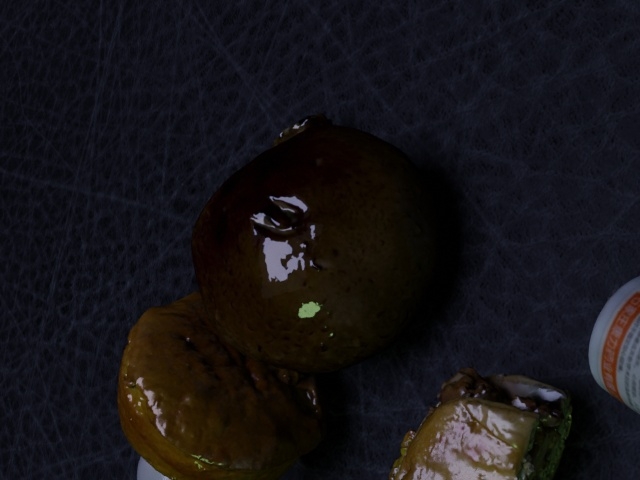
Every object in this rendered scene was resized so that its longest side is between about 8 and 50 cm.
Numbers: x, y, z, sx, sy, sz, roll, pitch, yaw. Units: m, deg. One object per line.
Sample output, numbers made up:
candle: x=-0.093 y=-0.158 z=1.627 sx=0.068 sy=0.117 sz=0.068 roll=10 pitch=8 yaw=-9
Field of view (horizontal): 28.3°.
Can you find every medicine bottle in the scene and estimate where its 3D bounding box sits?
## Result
medicine bottle: x=0.391 y=0.136 z=1.227 sx=0.252 sy=0.144 sz=0.145 roll=30 pitch=104 yaw=51

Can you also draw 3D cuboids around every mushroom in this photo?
mushroom: x=-0.016 y=0.012 z=1.716 sx=0.334 sy=0.331 sz=0.356 roll=52 pitch=171 yaw=3

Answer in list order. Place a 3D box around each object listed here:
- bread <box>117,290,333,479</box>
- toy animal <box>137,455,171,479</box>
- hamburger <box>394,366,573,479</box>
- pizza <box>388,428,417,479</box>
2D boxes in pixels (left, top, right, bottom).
bread: x=-0.131 y=0.213 z=1.766 sx=0.172 sy=0.312 sz=0.312 roll=-64 pitch=37 yaw=39
toy animal: x=-0.183 y=0.383 z=1.881 sx=0.187 sy=0.165 sz=0.235 roll=-39 pitch=49 yaw=38
hamburger: x=0.166 y=0.274 z=1.442 sx=0.282 sy=0.155 sz=0.245 roll=-23 pitch=76 yaw=30
pizza: x=0.126 y=0.301 z=1.600 sx=0.175 sy=0.046 sz=0.134 roll=-39 pitch=51 yaw=40
